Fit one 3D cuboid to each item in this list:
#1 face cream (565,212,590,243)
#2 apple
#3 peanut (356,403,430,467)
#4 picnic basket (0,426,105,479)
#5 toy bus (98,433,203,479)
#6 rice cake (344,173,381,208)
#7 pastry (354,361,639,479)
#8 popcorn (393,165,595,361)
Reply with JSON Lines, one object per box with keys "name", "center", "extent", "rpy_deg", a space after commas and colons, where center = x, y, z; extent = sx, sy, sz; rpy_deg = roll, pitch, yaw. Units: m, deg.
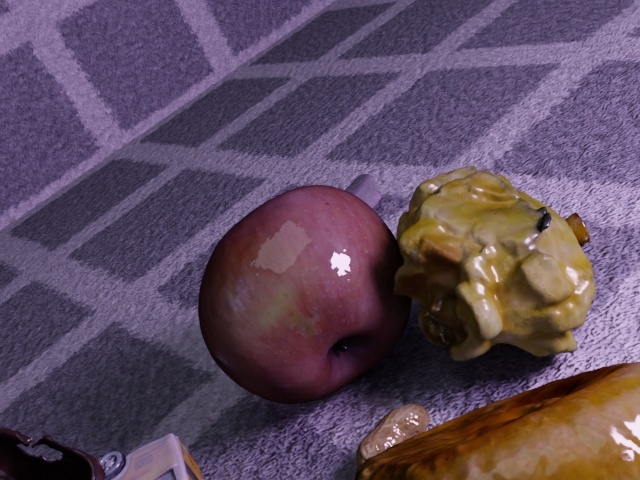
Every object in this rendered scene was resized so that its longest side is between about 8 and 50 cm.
{"name": "face cream", "center": [0.295, 0.017, 1.163], "extent": [0.182, 0.051, 0.072], "rpy_deg": [-25, 26, 7]}
{"name": "apple", "center": [-0.016, 0.077, 1.100], "extent": [0.306, 0.305, 0.235], "rpy_deg": [-33, 51, -11]}
{"name": "peanut", "center": [0.088, 0.238, 0.967], "extent": [0.113, 0.053, 0.054], "rpy_deg": [-40, 29, -26]}
{"name": "picnic basket", "center": [-0.355, 0.373, 0.890], "extent": [0.223, 0.129, 0.296], "rpy_deg": [10, 55, 25]}
{"name": "toy bus", "center": [-0.309, 0.382, 1.029], "extent": [0.343, 0.097, 0.138], "rpy_deg": [-30, 33, -7]}
{"name": "rice cake", "center": [0.000, 0.000, 1.459], "extent": [0.073, 0.056, 0.365], "rpy_deg": [-6, 34, 47]}
{"name": "pastry", "center": [0.184, 0.209, 0.663], "extent": [0.356, 0.163, 0.356], "rpy_deg": [-19, -14, -5]}
{"name": "popcorn", "center": [0.211, 0.030, 1.007], "extent": [0.252, 0.215, 0.286], "rpy_deg": [-4, 28, -33]}
